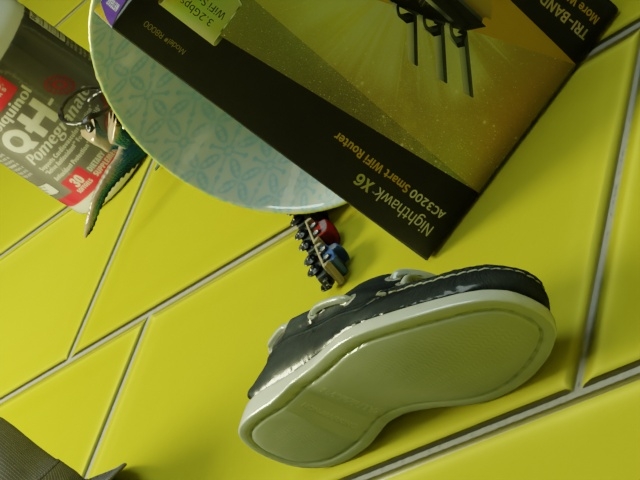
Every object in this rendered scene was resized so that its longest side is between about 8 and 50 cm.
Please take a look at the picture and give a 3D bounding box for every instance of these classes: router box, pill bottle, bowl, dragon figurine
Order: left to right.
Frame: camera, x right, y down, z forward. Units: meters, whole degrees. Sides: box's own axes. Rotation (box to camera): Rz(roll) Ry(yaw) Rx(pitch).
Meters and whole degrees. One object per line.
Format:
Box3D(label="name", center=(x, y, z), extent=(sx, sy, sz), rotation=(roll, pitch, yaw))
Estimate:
Box3D(label="pill bottle", center=(-0.370, -0.185, 1.992), extent=(0.176, 0.318, 0.176), rotation=(-43, 26, 27))
Box3D(label="dragon figurine", center=(-0.190, -0.136, 1.875), extent=(0.085, 0.144, 0.289), rotation=(-19, 60, 51))
Box3D(label="bowl", center=(-0.037, -0.182, 1.389), extent=(0.289, 0.289, 0.156), rotation=(-34, 19, 40))
Box3D(label="router box", center=(0.029, -0.170, 1.201), extent=(0.243, 0.309, 0.081), rotation=(-53, 24, 3))

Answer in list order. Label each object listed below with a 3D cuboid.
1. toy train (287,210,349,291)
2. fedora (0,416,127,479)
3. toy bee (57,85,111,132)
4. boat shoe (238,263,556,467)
Box3D(label="toy train", center=(0.000, 0.000, 1.389), extent=(0.036, 0.027, 0.158), rotation=(-37, 24, 8))
Box3D(label="fedora", center=(-0.312, 0.246, 1.418), extent=(0.275, 0.124, 0.244), rotation=(-43, 0, 17))
Box3D(label="toy bee", center=(-0.072, -0.122, 1.584), extent=(0.298, 0.162, 0.195), rotation=(-1, 43, 32))
Box3D(label="boat shoe", center=(0.044, 0.066, 1.093), extent=(0.302, 0.114, 0.091), rotation=(-28, 40, 46))
